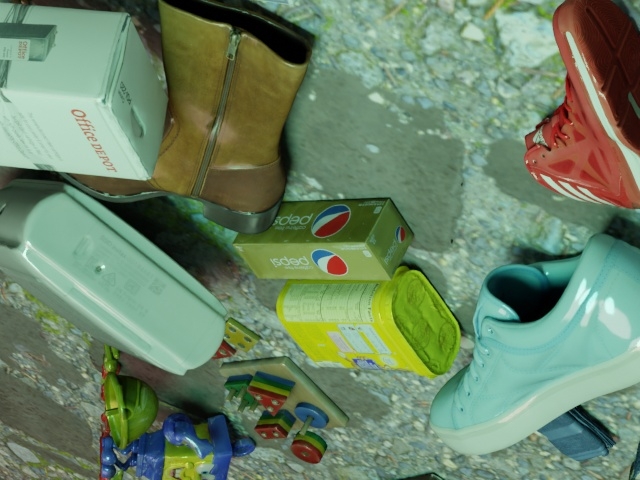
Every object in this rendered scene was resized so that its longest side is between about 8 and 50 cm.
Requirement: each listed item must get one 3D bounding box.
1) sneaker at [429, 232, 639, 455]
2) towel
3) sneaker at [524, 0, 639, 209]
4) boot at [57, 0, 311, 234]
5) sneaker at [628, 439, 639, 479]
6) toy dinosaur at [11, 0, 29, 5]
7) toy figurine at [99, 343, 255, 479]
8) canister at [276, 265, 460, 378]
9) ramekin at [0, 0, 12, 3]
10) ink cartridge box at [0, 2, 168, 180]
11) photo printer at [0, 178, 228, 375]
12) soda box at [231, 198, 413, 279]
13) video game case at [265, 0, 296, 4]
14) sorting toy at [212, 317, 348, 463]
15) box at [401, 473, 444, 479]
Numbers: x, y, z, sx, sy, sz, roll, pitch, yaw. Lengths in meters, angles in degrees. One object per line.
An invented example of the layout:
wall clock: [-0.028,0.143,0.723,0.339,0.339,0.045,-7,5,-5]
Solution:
sneaker: [0.198,0.088,1.316,0.150,0.135,0.366,43,138,-7]
towel: [0.262,0.197,1.495,0.119,0.029,0.067,39,147,-16]
sneaker: [0.199,-0.097,1.078,0.128,0.087,0.221,-2,136,38]
boot: [-0.149,-0.128,1.296,0.264,0.096,0.280,24,149,8]
sneaker: [0.367,0.246,1.470,0.058,0.052,0.135,11,152,11]
toy dinosaur: [-0.312,-0.239,1.337,0.183,0.053,0.092,-18,110,42]
toy figurine: [-0.197,0.260,1.902,0.217,0.191,0.362,1,142,-11]
canister: [0.049,0.088,1.472,0.170,0.073,0.126,-2,136,43]
ramekin: [-0.352,-0.319,1.167,0.273,0.127,0.273,20,147,14]
ink cartridge box: [-0.257,-0.131,1.187,0.218,0.092,0.158,8,159,11]
photo printer: [-0.264,0.035,1.553,0.256,0.107,0.307,40,166,-21]
soda box: [0.000,0.000,1.395,0.181,0.061,0.058,-1,138,40]
video game case: [-0.119,-0.287,1.123,0.183,0.023,0.201,13,145,26]
sorting toy: [-0.060,0.206,1.750,0.132,0.046,0.274,-11,130,46]
box: [0.119,0.442,1.791,0.167,0.203,0.168,40,147,-18]
